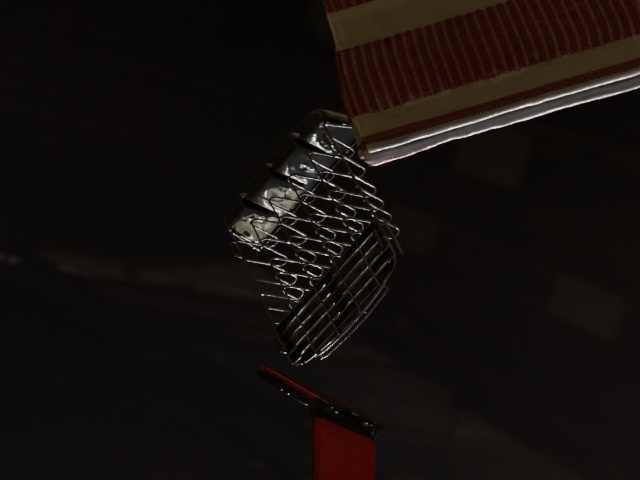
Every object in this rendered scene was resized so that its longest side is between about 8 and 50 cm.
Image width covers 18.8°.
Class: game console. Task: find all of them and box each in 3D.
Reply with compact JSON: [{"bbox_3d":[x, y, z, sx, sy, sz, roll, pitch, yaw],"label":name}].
[{"bbox_3d":[-0.005,0.194,1.872,0.124,0.085,0.144,27,177,29],"label":"game console"}]

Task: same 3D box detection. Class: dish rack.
[{"bbox_3d":[0.000,0.000,2.148,0.074,0.208,0.271,17,-146,-41],"label":"dish rack"}]

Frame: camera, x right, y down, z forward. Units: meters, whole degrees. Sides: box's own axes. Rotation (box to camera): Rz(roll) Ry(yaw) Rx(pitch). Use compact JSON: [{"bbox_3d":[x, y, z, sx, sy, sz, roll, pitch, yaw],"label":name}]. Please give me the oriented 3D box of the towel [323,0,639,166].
[{"bbox_3d":[0.119,-0.197,1.512,0.237,0.037,0.329,-17,-137,6],"label":"towel"}]
